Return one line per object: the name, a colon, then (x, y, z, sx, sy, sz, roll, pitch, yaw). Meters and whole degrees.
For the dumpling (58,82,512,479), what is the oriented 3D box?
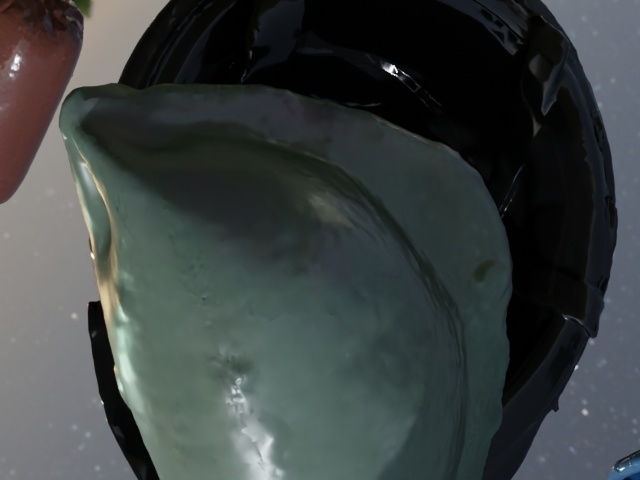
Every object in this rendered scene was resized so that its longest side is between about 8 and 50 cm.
dumpling: (-0.007, 0.030, 0.405, 0.105, 0.217, 0.149, -15, -160, 34)

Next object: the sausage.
sausage: (-0.188, -0.083, 0.694, 0.154, 0.062, 0.062, -55, -172, 34)

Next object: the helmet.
helmet: (0.000, 0.000, 0.544, 0.160, 0.230, 0.279, -173, -84, -72)

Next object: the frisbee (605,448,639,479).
frisbee: (0.363, 0.184, 0.991, 0.242, 0.242, 0.045, -25, -122, 44)
